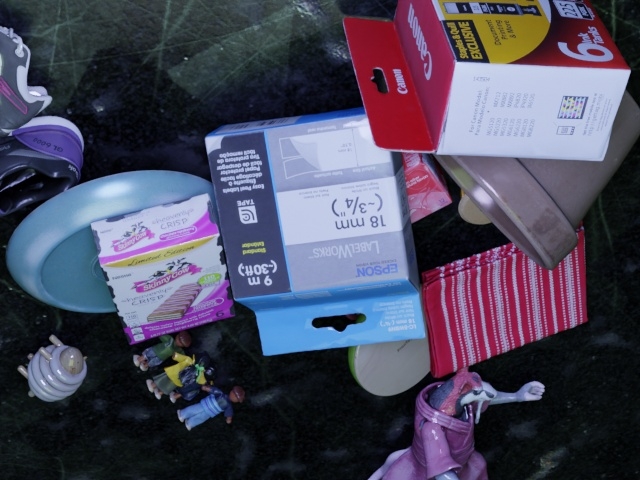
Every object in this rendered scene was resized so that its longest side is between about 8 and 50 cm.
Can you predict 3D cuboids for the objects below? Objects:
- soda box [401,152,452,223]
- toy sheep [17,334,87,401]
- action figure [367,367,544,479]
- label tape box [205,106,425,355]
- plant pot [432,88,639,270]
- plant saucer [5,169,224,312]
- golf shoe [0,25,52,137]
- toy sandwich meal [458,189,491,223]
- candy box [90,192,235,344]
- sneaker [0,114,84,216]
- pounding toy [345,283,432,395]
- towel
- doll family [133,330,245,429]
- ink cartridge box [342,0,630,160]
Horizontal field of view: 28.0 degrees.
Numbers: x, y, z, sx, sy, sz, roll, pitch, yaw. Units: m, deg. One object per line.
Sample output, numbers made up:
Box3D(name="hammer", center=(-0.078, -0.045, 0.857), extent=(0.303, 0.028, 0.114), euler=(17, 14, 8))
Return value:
Box3D(name="soda box", center=(0.046, -0.045, 1.811), extent=(0.263, 0.083, 0.092), euler=(-28, 127, 14))
Box3D(name="toy sheep", center=(-0.403, 0.199, 1.939), extent=(0.091, 0.091, 0.132), euler=(30, 133, -28))
Box3D(name="action figure", center=(0.197, 0.328, 2.108), extent=(0.276, 0.248, 0.370), euler=(17, 127, 20))
Box3D(name="label tape box", center=(0.000, 0.000, 1.715), extent=(0.241, 0.106, 0.333), euler=(-7, 102, 10))
Box3D(name="plant pot", center=(0.296, -0.129, 1.697), extent=(0.229, 0.263, 0.263), euler=(-42, 125, 3))
Box3D(name="plant saucer", center=(-0.268, 0.016, 1.763), extent=(0.318, 0.043, 0.317), euler=(-15, 151, -9))
Box3D(name="golf shoe", center=(-0.430, -0.247, 1.579), extent=(0.120, 0.105, 0.272), euler=(-26, 134, -11))
Box3D(name="toy sandwich meal", center=(0.236, -0.060, 1.865), extent=(0.086, 0.029, 0.085), euler=(-6, 134, -6))
Box3D(name="candy box", center=(-0.206, 0.043, 1.729), extent=(0.159, 0.071, 0.233), euler=(-15, 150, -6))
Box3D(name="sneaker", center=(-0.452, -0.084, 1.673), extent=(0.283, 0.124, 0.107), euler=(-13, 129, 2))
Box3D(name="pounding toy", center=(0.115, 0.123, 1.963), extent=(0.237, 0.110, 0.182), euler=(-19, 124, -31))
Box3D(name="towel", center=(0.281, 0.092, 1.939), extent=(0.275, 0.031, 0.198), euler=(-19, 126, -13))
Box3D(name="doll family", center=(-0.197, 0.216, 1.994), extent=(0.111, 0.076, 0.193), euler=(-30, 132, 9))
Box3D(name="ink cartridge box", center=(0.183, -0.235, 1.532), extent=(0.272, 0.309, 0.130), euler=(1, 128, -10))
